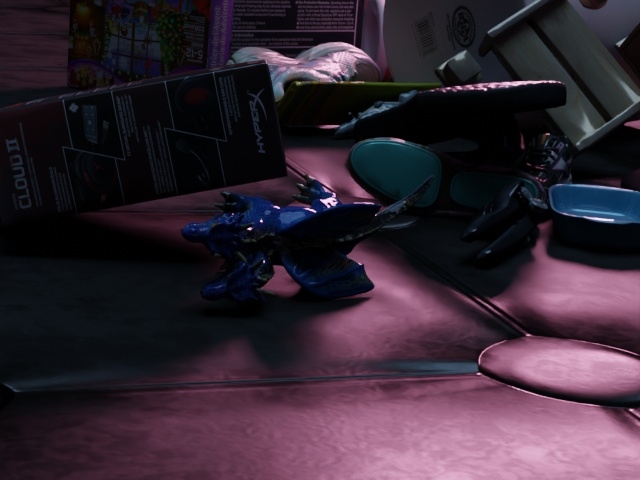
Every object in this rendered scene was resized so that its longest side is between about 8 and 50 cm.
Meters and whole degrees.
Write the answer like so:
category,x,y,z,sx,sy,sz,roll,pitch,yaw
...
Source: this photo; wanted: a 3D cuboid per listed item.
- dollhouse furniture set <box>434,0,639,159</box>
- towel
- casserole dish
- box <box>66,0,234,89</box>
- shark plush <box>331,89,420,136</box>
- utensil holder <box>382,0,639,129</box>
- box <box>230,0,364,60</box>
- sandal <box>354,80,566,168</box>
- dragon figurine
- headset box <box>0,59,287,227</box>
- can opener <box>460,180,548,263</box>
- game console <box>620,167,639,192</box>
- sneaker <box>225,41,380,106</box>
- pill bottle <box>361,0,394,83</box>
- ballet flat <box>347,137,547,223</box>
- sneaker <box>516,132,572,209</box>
category,x,y,z,sx,sy,sz,roll,pitch,yaw
dollhouse furniture set,0.366,-0.174,1.883,0.356,0.303,0.174,-33,-10,-16
towel,0.051,-0.192,2.006,0.237,0.021,0.102,-3,-26,-27
casserole dish,0.301,-0.025,1.515,0.114,0.037,0.188,6,15,6
box,-0.260,-0.312,2.130,0.293,0.200,0.057,14,17,35
shark plush,0.094,-0.167,1.975,0.161,0.073,0.067,1,45,-35
utensil holder,0.336,-0.327,2.135,0.386,0.327,0.328,-10,20,-39
box,-0.092,-0.378,2.252,0.296,0.294,0.183,-6,18,-37
sandal,0.168,-0.121,1.681,0.168,0.107,0.446,-7,-1,-15
dragon figurine,0.000,0.000,1.224,0.289,0.085,0.144,-4,17,-28
headset box,-0.184,-0.095,1.348,0.293,0.110,0.218,-10,8,0
can opener,0.183,-0.011,1.416,0.059,0.073,0.186,45,24,2
game console,0.539,-0.117,1.539,0.387,0.060,0.342,-27,16,3
sneaker,-0.009,-0.221,2.110,0.283,0.110,0.122,-11,39,-39
pill bottle,0.224,-0.348,2.497,0.283,0.161,0.161,1,15,-12
ballet flat,0.139,-0.060,1.556,0.222,0.076,0.079,12,-3,9
sneaker,0.255,-0.086,1.654,0.072,0.077,0.178,7,15,16
